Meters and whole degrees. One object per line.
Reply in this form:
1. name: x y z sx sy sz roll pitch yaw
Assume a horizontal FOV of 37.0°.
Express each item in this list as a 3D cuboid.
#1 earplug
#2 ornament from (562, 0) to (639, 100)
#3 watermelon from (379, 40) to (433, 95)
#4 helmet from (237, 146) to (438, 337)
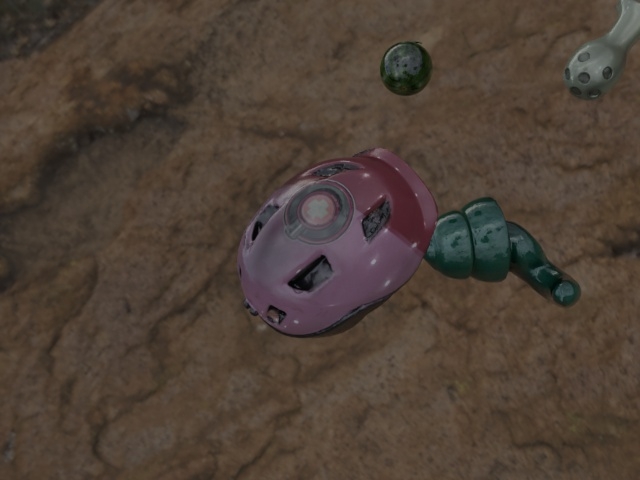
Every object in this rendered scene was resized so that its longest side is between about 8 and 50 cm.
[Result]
1. earplug: 0.324 0.037 1.772 0.280 0.164 0.258 -2 59 -5
2. ornament: 0.393 -0.254 1.308 0.074 0.081 0.156 38 73 9
3. watermelon: 0.154 -0.315 1.735 0.108 0.109 0.109 -14 54 21
4. helmet: 0.000 0.000 1.155 0.198 0.154 0.253 48 110 28
